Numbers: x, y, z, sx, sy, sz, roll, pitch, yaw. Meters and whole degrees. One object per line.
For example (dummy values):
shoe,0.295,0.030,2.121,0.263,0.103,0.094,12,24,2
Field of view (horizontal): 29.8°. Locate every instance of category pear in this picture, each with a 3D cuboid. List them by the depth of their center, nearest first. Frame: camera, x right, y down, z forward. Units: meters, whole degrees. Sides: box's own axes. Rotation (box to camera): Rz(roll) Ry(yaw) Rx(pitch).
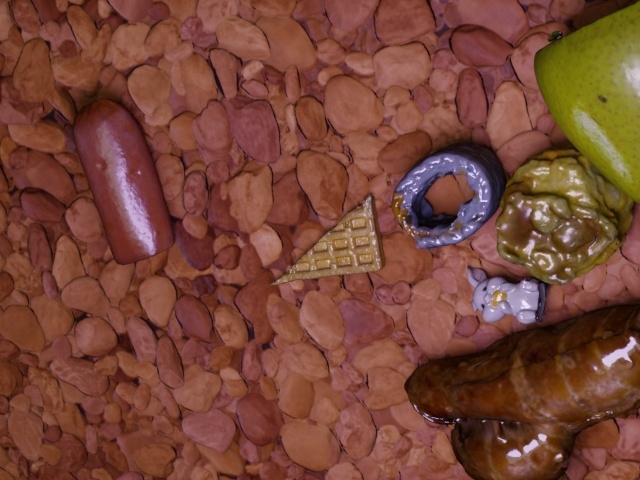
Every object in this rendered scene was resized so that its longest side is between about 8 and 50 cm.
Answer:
pear,0.444,-0.154,1.473,0.342,0.238,0.318,-21,96,44

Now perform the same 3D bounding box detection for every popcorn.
popcorn,0.330,-0.036,1.638,0.197,0.155,0.198,2,98,11

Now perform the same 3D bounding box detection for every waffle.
waffle,0.000,0.000,1.841,0.191,0.032,0.125,-6,103,21

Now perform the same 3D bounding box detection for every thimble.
thimble,0.184,-0.065,1.705,0.151,0.118,0.127,-29,91,25

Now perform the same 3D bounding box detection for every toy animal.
toy animal,0.263,0.080,1.725,0.124,0.085,0.071,2,104,25

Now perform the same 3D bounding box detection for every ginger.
ginger,0.340,0.228,1.692,0.418,0.176,0.254,-26,100,27

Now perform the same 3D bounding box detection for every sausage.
sausage,-0.312,-0.097,1.900,0.113,0.113,0.259,-12,100,24
